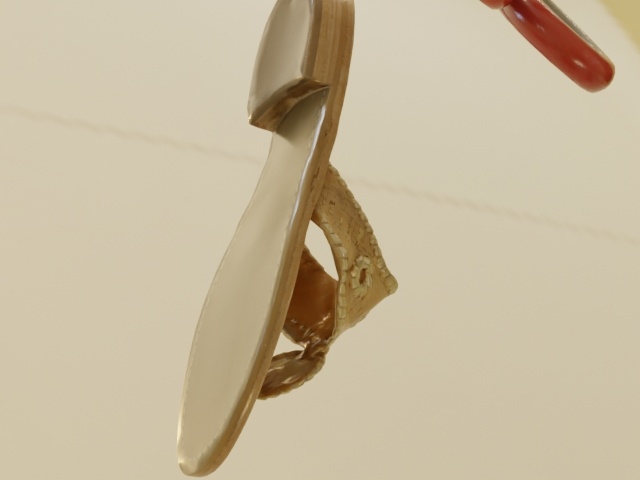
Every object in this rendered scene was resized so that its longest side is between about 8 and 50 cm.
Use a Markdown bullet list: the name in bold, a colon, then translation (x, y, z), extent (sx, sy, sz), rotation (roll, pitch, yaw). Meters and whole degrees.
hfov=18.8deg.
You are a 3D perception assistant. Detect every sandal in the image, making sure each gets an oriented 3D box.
- **sandal**: translation (0.003, -0.001, 0.877), extent (0.079, 0.088, 0.240), rotation (19, -111, -23)

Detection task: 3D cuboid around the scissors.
- **scissors**: translation (0.070, -0.136, 0.879), extent (0.109, 0.021, 0.297), rotation (37, -165, -16)
